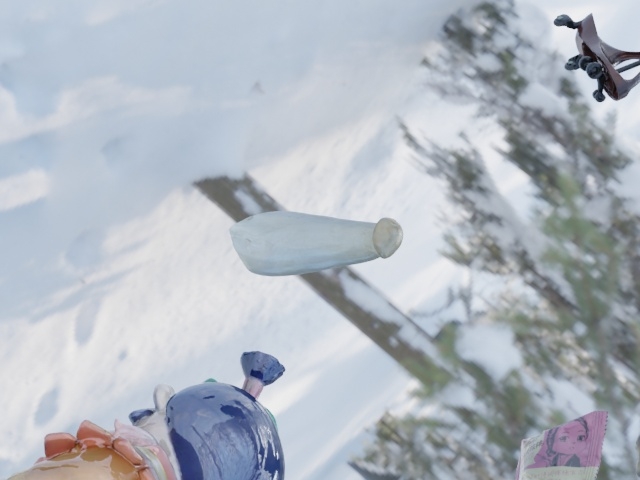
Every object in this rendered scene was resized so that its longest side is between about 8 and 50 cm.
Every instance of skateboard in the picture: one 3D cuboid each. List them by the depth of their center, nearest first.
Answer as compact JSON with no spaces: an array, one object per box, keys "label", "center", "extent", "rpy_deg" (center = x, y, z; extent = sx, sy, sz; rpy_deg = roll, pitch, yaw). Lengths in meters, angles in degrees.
[{"label":"skateboard","center":[0.312,-0.197,1.148],"extent":[0.080,0.151,0.067],"rpy_deg":[-20,124,5]}]

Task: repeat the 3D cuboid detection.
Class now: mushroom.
[{"label":"mushroom","center":[0.000,0.000,1.681],"extent":[0.118,0.270,0.103],"rpy_deg":[5,80,-77]}]

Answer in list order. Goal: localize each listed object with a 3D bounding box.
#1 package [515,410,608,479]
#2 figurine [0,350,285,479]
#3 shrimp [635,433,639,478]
[{"label":"package","center":[0.143,0.139,0.659],"extent":[0.083,0.029,0.059],"rpy_deg":[-39,-156,50]},{"label":"figurine","center":[-0.080,0.135,0.586],"extent":[0.102,0.112,0.195],"rpy_deg":[-21,176,25]},{"label":"shrimp","center":[0.551,0.206,1.100],"extent":[0.110,0.445,0.221],"rpy_deg":[-87,163,-44]}]
